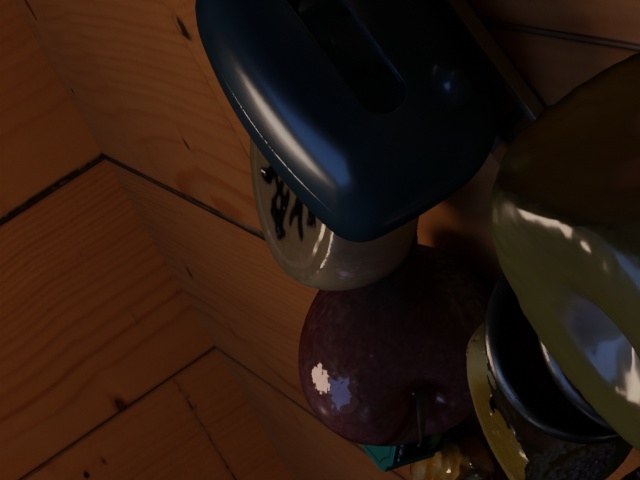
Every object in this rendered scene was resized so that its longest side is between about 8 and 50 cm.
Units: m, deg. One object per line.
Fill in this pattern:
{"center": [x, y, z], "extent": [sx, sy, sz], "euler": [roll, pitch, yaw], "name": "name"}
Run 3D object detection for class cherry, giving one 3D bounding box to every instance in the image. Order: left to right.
{"center": [0.090, 0.118, 2.034], "extent": [0.285, 0.236, 0.213], "euler": [-98, -3, -49], "name": "cherry"}

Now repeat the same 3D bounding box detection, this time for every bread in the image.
{"center": [0.230, 0.148, 1.840], "extent": [0.156, 0.158, 0.260], "euler": [60, 170, 30], "name": "bread"}

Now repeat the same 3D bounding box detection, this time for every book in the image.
{"center": [0.160, -0.127, 1.691], "extent": [0.241, 0.018, 0.170], "euler": [54, 166, 6], "name": "book"}

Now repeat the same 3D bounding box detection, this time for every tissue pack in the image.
{"center": [0.021, -0.155, 1.641], "extent": [0.287, 0.198, 0.206], "euler": [56, 168, 14], "name": "tissue pack"}

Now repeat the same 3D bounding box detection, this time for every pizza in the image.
{"center": [0.179, 0.363, 2.422], "extent": [0.251, 0.074, 0.287], "euler": [118, 155, -65], "name": "pizza"}

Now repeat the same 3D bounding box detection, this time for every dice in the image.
{"center": [0.269, 0.005, 1.178], "extent": [0.226, 0.233, 0.238], "euler": [60, 166, -21], "name": "dice"}

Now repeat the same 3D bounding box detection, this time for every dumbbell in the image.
{"center": [0.245, 0.071, 1.493], "extent": [0.192, 0.192, 0.290], "euler": [57, 165, -2], "name": "dumbbell"}

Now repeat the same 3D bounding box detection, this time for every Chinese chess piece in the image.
{"center": [0.014, -0.074, 1.934], "extent": [0.257, 0.104, 0.257], "euler": [174, 90, -66], "name": "Chinese chess piece"}

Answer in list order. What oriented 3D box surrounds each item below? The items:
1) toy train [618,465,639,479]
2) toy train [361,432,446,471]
{"center": [0.299, 0.302, 1.855], "extent": [0.091, 0.228, 0.136], "euler": [54, -164, 7], "name": "toy train"}
{"center": [0.101, 0.203, 2.391], "extent": [0.154, 0.107, 0.198], "euler": [49, 141, 40], "name": "toy train"}
